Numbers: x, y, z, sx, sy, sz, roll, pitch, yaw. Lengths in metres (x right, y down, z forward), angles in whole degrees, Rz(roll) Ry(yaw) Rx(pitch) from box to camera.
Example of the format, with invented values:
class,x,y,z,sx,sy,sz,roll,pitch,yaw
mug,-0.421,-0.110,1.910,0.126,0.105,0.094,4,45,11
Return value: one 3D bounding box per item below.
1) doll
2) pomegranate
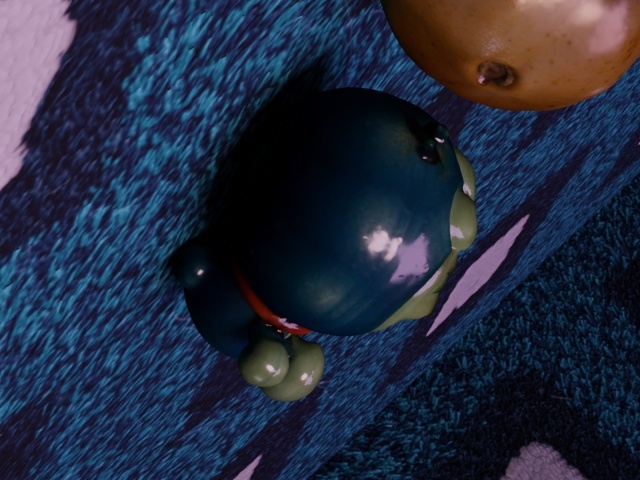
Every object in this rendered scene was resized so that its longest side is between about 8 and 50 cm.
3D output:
class,x,y,z,sx,sy,sz,roll,pitch,yaw
doll,0.000,-0.001,1.395,0.322,0.186,0.198,-44,-146,35
pomegranate,0.152,-0.198,1.260,0.233,0.233,0.233,-45,167,-14
